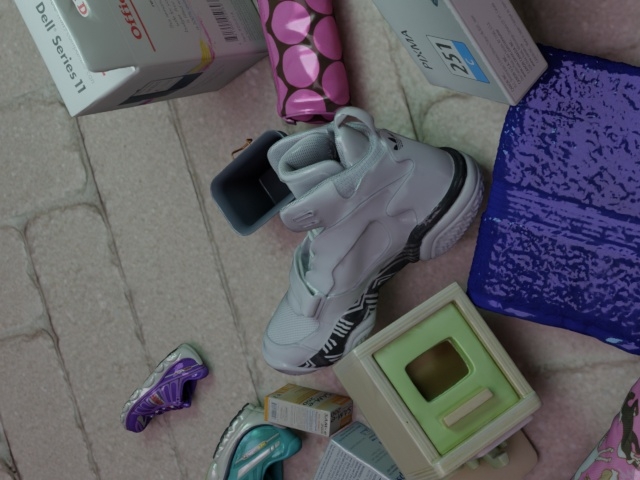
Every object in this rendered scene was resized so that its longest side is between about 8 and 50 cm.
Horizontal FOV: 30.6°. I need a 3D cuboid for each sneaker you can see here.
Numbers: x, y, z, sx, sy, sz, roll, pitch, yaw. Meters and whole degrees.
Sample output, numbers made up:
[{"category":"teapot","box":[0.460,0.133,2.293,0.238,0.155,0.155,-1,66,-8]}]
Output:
[{"category":"sneaker","box":[-0.218,0.219,1.631,0.071,0.068,0.170,45,119,7]},{"category":"sneaker","box":[-0.108,0.353,1.582,0.110,0.107,0.275,27,115,12]},{"category":"sneaker","box":[0.000,0.000,1.353,0.366,0.210,0.137,-46,34,26]}]

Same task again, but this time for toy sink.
[{"category":"toy sink","box":[0.148,0.191,1.331,0.234,0.152,0.131,57,162,7]}]

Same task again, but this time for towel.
[{"category":"towel","box":[0.295,-0.046,1.267,0.227,0.076,0.308,17,110,20]}]

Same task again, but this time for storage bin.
[{"category":"storage bin","box":[-0.058,-0.082,1.447,0.135,0.091,0.098,-39,81,31]}]

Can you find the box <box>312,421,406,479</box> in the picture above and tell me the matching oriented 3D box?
[{"category":"box","box":[0.062,0.324,1.488,0.137,0.072,0.126,32,116,21]}]

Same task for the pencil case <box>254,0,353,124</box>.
[{"category":"pencil case","box":[-0.027,-0.240,1.392,0.098,0.095,0.209,-13,94,-3]}]

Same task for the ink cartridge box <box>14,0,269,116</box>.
[{"category":"ink cartridge box","box":[-0.227,-0.267,1.345,0.119,0.353,0.207,-28,87,32]}]

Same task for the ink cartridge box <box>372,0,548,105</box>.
[{"category":"ink cartridge box","box":[0.065,-0.278,1.183,0.066,0.296,0.261,-49,37,-11]}]

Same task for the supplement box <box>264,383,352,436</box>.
[{"category":"supplement box","box":[-0.016,0.218,1.514,0.098,0.062,0.036,10,105,27]}]

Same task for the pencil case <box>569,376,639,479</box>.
[{"category":"pencil case","box":[0.342,0.274,1.254,0.160,0.167,0.386,23,115,-7]}]
